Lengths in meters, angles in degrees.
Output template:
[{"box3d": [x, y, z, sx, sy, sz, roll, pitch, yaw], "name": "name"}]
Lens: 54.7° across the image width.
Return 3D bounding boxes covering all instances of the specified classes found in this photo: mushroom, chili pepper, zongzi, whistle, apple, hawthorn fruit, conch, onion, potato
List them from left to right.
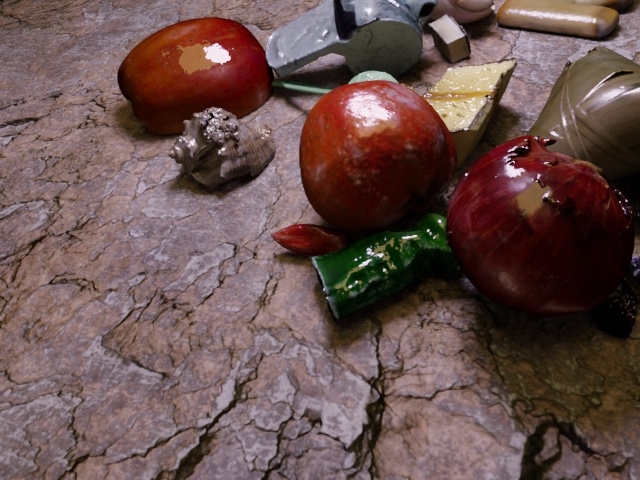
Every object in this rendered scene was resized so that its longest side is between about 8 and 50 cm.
[{"box3d": [-0.319, -0.414, 1.574, 0.364, 0.295, 0.329, -26, 7, -13], "name": "apple"}, {"box3d": [-0.205, -0.203, 1.343, 0.245, 0.163, 0.178, -15, 74, -24], "name": "conch"}, {"box3d": [0.000, 0.001, 1.118, 0.191, 0.059, 0.050, 6, 11, 16], "name": "chili pepper"}, {"box3d": [0.067, -0.501, 1.466, 0.404, 0.188, 0.168, -4, 59, -2], "name": "whistle"}, {"box3d": [0.098, -0.144, 1.099, 0.284, 0.284, 0.284, -7, 44, 7], "name": "hawthorn fruit"}, {"box3d": [0.126, 0.033, 1.025, 0.270, 0.099, 0.136, -23, 26, -2], "name": "chili pepper"}, {"box3d": [0.318, -0.495, 1.517, 0.061, 0.086, 0.122, -28, 45, 6], "name": "potato"}, {"box3d": [0.347, -0.611, 1.601, 0.173, 0.162, 0.236, -35, 36, 18], "name": "mushroom"}, {"box3d": [0.316, -0.015, 0.913, 0.276, 0.276, 0.276, -7, 44, 7], "name": "onion"}, {"box3d": [0.450, -0.212, 1.177, 0.418, 0.181, 0.447, -33, 18, 23], "name": "zongzi"}]

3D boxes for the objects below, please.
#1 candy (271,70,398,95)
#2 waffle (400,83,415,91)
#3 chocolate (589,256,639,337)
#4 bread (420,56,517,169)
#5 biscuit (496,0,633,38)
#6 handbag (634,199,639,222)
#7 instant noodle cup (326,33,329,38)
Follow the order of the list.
[{"box3d": [0.019, -0.328, 1.370, 0.119, 0.119, 0.440, -36, 34, -21], "name": "candy"}, {"box3d": [0.112, -0.271, 1.364, 0.245, 0.052, 0.254, -39, 48, -21], "name": "waffle"}, {"box3d": [0.459, 0.073, 0.920, 0.072, 0.070, 0.147, 24, 60, 27], "name": "chocolate"}, {"box3d": [0.295, -0.265, 1.252, 0.178, 0.142, 0.266, -10, 38, 52], "name": "bread"}, {"box3d": [0.616, -0.598, 1.555, 0.290, 0.062, 0.237, 21, 55, 33], "name": "biscuit"}, {"box3d": [0.651, -0.125, 1.058, 0.191, 0.075, 0.332, 8, 49, 24], "name": "handbag"}, {"box3d": [0.122, -0.649, 1.640, 0.251, 0.190, 0.251, -7, 44, 7], "name": "instant noodle cup"}]
